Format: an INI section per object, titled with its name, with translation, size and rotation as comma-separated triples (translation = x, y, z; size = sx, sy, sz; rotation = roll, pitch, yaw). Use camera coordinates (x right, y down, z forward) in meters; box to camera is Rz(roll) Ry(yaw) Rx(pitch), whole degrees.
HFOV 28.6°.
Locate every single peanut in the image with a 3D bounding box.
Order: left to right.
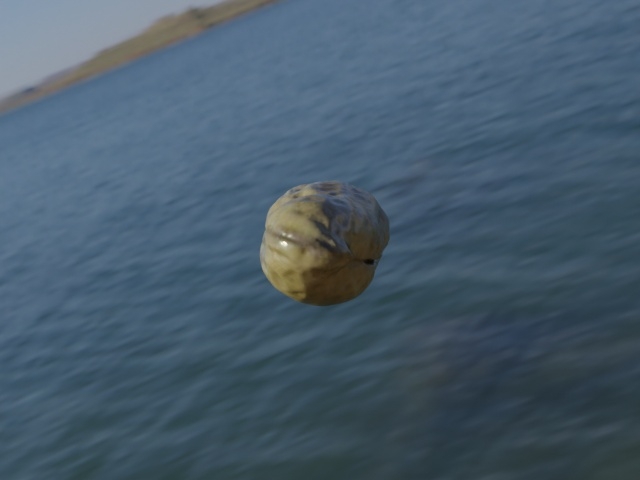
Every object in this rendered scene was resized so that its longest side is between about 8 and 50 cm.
[peanut]
translation = 0.000, 0.000, 0.779
size = 0.080, 0.080, 0.174
rotation = -21, 2, 8
